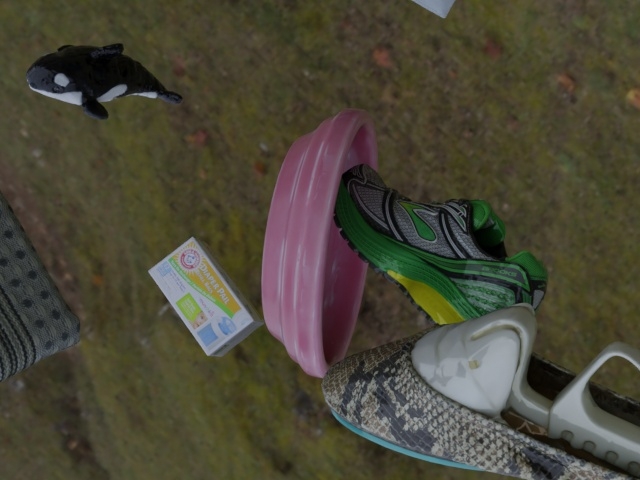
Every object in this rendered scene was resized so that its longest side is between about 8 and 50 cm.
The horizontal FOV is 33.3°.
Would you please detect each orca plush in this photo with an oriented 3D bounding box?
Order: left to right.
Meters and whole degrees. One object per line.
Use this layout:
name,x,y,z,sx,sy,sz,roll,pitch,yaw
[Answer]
orca plush,-0.357,-0.289,1.850,0.287,0.151,0.102,14,140,-38

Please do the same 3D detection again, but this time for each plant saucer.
plant saucer,0.000,0.000,1.323,0.084,0.332,0.332,9,154,12

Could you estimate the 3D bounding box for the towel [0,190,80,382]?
towel,-0.344,-0.017,0.690,0.056,0.312,0.324,-28,91,37

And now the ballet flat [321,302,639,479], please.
ballet flat,0.236,0.161,1.016,0.483,0.164,0.182,21,126,17

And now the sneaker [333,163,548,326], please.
sneaker,0.144,0.000,1.288,0.134,0.146,0.343,23,-165,-49

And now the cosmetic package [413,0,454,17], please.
cosmetic package,0.022,-0.488,1.628,0.284,0.097,0.377,18,-161,-33

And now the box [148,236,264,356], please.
box,-0.216,0.107,2.039,0.203,0.114,0.103,52,-177,11
